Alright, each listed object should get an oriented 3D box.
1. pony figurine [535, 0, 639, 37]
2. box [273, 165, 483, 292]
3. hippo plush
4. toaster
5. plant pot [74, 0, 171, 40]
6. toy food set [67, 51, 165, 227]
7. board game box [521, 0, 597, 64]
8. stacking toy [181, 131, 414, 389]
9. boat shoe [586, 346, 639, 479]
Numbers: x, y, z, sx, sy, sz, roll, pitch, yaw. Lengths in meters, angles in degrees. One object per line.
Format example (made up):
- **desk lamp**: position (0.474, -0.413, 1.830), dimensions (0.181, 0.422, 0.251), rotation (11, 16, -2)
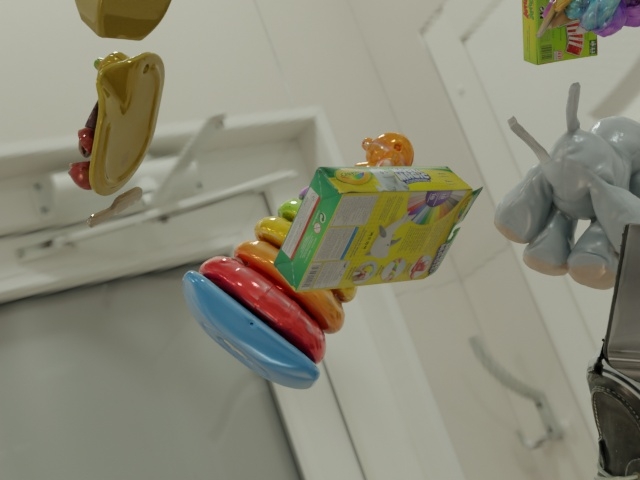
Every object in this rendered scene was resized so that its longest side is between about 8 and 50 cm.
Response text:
- **pony figurine**: position (0.387, -0.307, 1.017), dimensions (0.351, 0.363, 0.303), rotation (19, -12, 3)
- **box**: position (0.055, -0.013, 0.923), dimensions (0.179, 0.043, 0.105), rotation (-1, -51, -41)
- **hippo plush**: position (0.405, -0.089, 1.641), dimensions (0.234, 0.294, 0.237), rotation (-27, 3, 40)
- **toaster**: position (0.393, 0.084, 1.157), dimensions (0.168, 0.185, 0.110), rotation (23, -15, -36)
- **plant pot**: position (-0.193, -0.241, 1.042), dimensions (0.082, 0.081, 0.083), rotation (-3, -56, -37)
- **toy food set**: position (-0.246, -0.125, 1.221), dimensions (0.128, 0.071, 0.217), rotation (-47, -21, -54)
- **board game box**: position (0.319, -0.333, 1.441), dimensions (0.092, 0.181, 0.043), rotation (-11, 22, -13)
- **stacking toy**: position (0.000, 0.000, 1.159), dimensions (0.301, 0.175, 0.166), rotation (-52, -2, -13)
- **boat shoe**: position (0.397, 0.280, 1.316), dimensions (0.119, 0.335, 0.121), rotation (-42, 27, -21)
